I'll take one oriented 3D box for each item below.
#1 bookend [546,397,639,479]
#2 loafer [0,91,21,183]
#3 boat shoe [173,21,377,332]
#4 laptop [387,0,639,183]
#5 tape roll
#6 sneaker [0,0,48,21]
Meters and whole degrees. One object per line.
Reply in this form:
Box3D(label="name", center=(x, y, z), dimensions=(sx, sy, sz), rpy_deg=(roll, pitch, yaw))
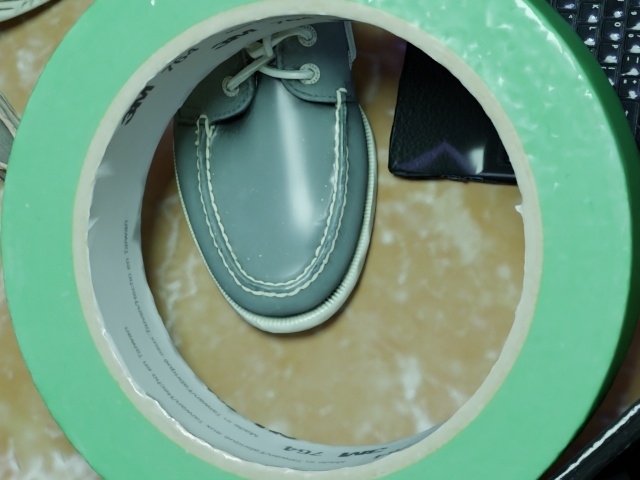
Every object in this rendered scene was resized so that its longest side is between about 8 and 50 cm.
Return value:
Box3D(label="bookend", center=(0.163, 0.177, 0.903), dimensions=(0.157, 0.072, 0.156), rpy_deg=(-41, 66, 0))
Box3D(label="loafer", center=(-0.204, -0.073, 1.115), dimensions=(0.125, 0.039, 0.045), rpy_deg=(38, 86, 24))
Box3D(label="boat shoe", center=(-0.037, -0.110, 1.046), dimensions=(0.116, 0.099, 0.319), rpy_deg=(-6, 71, 11))
Box3D(label="laptop", center=(0.164, -0.156, 0.985), dimensions=(0.264, 0.136, 0.234), rpy_deg=(5, 72, 18))
Box3D(label="tape roll", center=(0.000, 0.000, 0.949), dimensions=(0.321, 0.077, 0.321), rpy_deg=(1, 94, 16))
Box3D(label="sneaker", center=(-0.154, -0.271, 1.133), dimensions=(0.350, 0.131, 0.148), rpy_deg=(-40, 58, -6))
